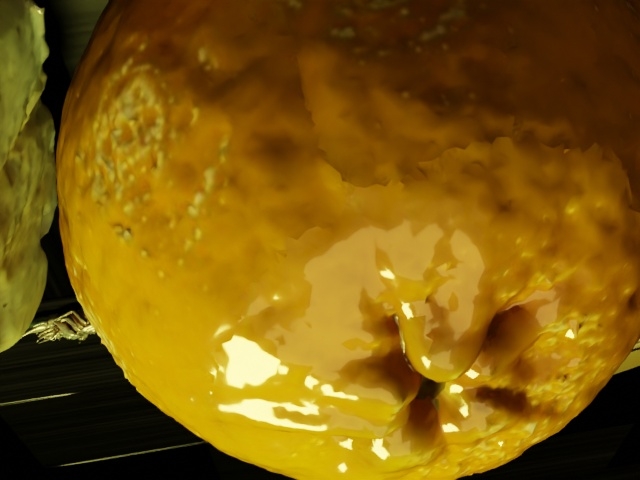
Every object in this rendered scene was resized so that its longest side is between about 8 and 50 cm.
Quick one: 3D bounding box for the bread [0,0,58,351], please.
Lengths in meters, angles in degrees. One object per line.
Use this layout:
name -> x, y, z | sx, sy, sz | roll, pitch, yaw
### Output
bread -> -0.288, 0.026, 0.513 | 0.210, 0.341, 0.300 | 15, 152, 2

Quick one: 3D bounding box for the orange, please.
orange -> 0.031, -0.028, 0.524 | 0.340, 0.293, 0.340 | -10, 134, -10

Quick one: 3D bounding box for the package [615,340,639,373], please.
package -> 0.209, 0.042, 0.766 | 0.311, 0.165, 0.221 | -30, 153, 12

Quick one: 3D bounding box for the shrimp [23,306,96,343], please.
shrimp -> -0.228, 0.078, 0.891 | 0.092, 0.029, 0.038 | -9, 157, 8
